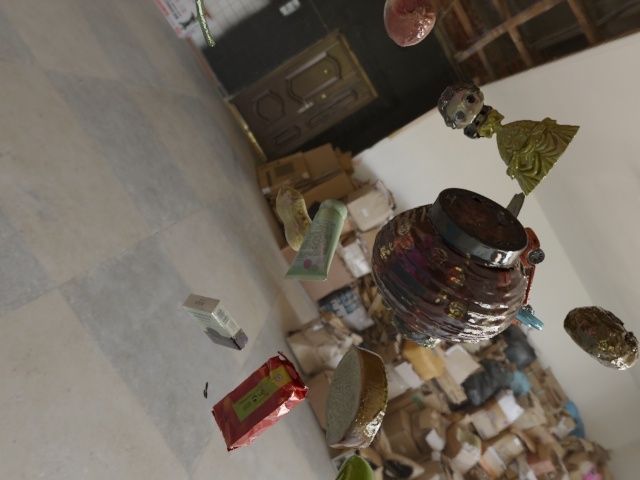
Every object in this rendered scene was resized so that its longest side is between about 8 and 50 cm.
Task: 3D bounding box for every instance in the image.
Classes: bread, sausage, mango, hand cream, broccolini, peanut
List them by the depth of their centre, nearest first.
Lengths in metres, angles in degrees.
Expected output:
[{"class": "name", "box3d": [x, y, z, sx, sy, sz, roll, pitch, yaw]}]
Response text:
[{"class": "broccolini", "box3d": [-0.203, -0.413, 0.868, 0.218, 0.044, 0.042, 77, 19, -65]}, {"class": "bread", "box3d": [0.082, 0.374, 1.236, 0.070, 0.236, 0.236, 19, 23, -15]}, {"class": "sausage", "box3d": [0.243, -0.628, 1.456, 0.148, 0.148, 0.254, 54, 30, -29]}, {"class": "bread", "box3d": [0.865, 0.286, 1.603, 0.230, 0.123, 0.230, 27, 21, -12]}, {"class": "mango", "box3d": [0.099, 0.815, 1.621, 0.273, 0.149, 0.185, -44, 120, -56]}, {"class": "hand cream", "box3d": [0.000, 0.000, 1.621, 0.093, 0.147, 0.305, 61, 41, -40]}, {"class": "peanut", "box3d": [-0.104, -0.092, 2.160, 0.130, 0.130, 0.290, 27, 43, -74]}]

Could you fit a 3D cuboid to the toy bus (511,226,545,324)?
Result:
[{"class": "toy bus", "box3d": [0.651, 0.119, 1.781, 0.143, 0.153, 0.329, -83, 174, -61]}]

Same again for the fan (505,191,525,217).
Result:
[{"class": "fan", "box3d": [0.426, 0.013, 1.291, 0.011, 0.335, 0.229, 29, -23, 7]}]

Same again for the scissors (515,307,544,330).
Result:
[{"class": "scissors", "box3d": [0.504, 0.143, 1.649, 0.447, 0.029, 0.192, 36, 0, -5]}]

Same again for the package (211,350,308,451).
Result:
[{"class": "package", "box3d": [-0.225, 0.604, 1.979, 0.196, 0.423, 0.123, 54, 16, 30]}]

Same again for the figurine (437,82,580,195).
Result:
[{"class": "figurine", "box3d": [0.428, -0.275, 1.274, 0.315, 0.187, 0.168, 35, 47, 10]}]

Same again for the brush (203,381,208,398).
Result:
[{"class": "brush", "box3d": [-0.344, 0.450, 1.574, 0.083, 0.008, 0.024, -112, 180, -71]}]

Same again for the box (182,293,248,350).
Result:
[{"class": "box", "box3d": [-0.408, 0.322, 2.045, 0.071, 0.168, 0.259, -57, 138, -33]}]

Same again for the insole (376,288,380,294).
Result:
[{"class": "insole", "box3d": [0.242, 0.181, 1.814, 0.002, 0.045, 0.135, 48, -15, -33]}]

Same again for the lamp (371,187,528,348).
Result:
[{"class": "lamp", "box3d": [0.186, 0.048, 0.782, 0.247, 0.247, 0.247, 57, 9, -14]}]
